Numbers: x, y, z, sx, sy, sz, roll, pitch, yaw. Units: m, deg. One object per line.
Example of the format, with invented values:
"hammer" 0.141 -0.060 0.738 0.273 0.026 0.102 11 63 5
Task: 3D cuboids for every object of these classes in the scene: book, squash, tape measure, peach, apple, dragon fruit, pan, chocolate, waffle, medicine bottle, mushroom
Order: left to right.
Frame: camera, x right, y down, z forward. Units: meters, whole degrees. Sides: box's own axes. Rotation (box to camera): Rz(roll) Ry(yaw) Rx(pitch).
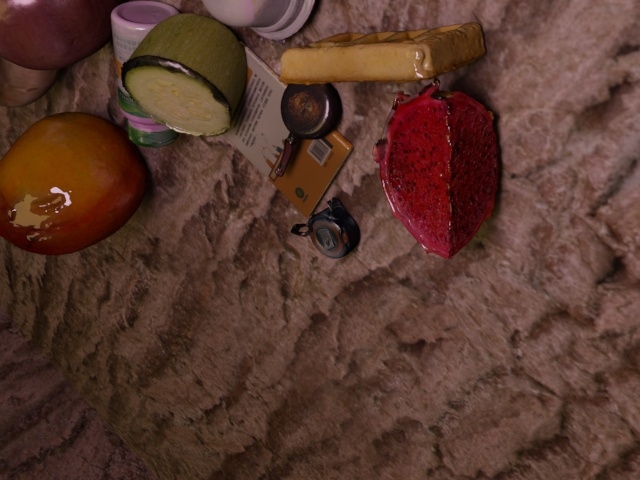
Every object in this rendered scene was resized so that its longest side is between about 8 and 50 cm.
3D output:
"mushroom" -0.759 -0.471 1.510 0.362 0.294 0.362 23 130 31
"apple" -0.530 -0.466 1.289 0.305 0.306 0.235 33 148 22
"peach" -0.584 -0.127 1.545 0.372 0.372 0.290 34 139 21
"medicine bottle" -0.342 -0.326 1.349 0.133 0.133 0.274 30 136 24
"squash" -0.249 -0.294 1.238 0.220 0.133 0.220 11 149 7
"chocolate" -0.113 -0.413 1.054 0.221 0.147 0.221 13 116 28
"book" -0.086 -0.206 1.280 0.295 0.020 0.208 45 139 9
"pan" -0.043 -0.197 1.196 0.115 0.040 0.212 43 124 17
"tape measure" -0.003 0.002 1.244 0.104 0.180 0.107 -32 93 33
"waffle" 0.082 -0.267 0.969 0.274 0.168 0.057 11 118 40
"dragon fruit" 0.175 -0.126 1.025 0.161 0.126 0.274 20 126 45
